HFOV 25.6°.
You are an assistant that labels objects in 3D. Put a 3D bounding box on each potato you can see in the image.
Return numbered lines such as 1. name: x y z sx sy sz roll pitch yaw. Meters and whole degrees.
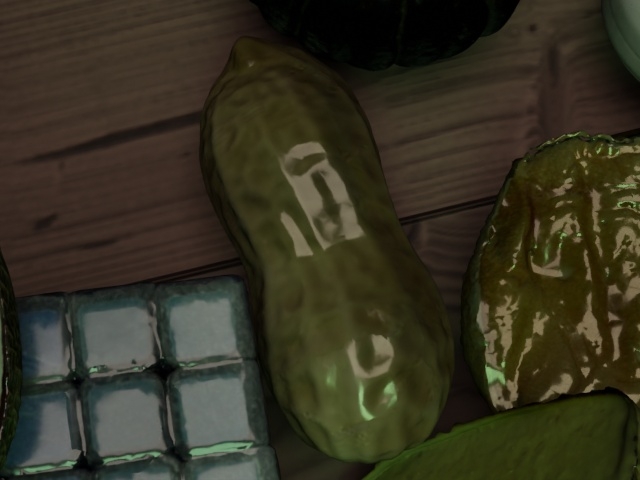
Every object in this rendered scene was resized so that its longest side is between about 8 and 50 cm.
1. potato: 0.105 0.193 0.803 0.111 0.272 0.160 35 51 -24

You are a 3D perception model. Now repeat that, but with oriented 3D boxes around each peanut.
1. peanut: 0.000 0.000 0.894 0.120 0.136 0.298 -18 71 -2

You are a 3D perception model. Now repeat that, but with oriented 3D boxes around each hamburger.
1. hamburger: 0.237 0.048 0.896 0.285 0.134 0.265 21 78 10

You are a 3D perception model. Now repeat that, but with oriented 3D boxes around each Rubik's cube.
1. Rubik's cube: -0.139 0.167 0.788 0.237 0.238 0.237 -9 74 -6

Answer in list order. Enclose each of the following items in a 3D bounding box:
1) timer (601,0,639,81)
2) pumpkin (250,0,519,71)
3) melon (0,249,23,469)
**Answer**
1. timer: 0.321 -0.190 0.973 0.237 0.087 0.262 18 65 2
2. pumpkin: 0.045 -0.220 0.941 0.220 0.162 0.220 0 79 -2
3. melon: -0.183 0.047 0.673 0.098 0.054 0.182 -31 71 -6
